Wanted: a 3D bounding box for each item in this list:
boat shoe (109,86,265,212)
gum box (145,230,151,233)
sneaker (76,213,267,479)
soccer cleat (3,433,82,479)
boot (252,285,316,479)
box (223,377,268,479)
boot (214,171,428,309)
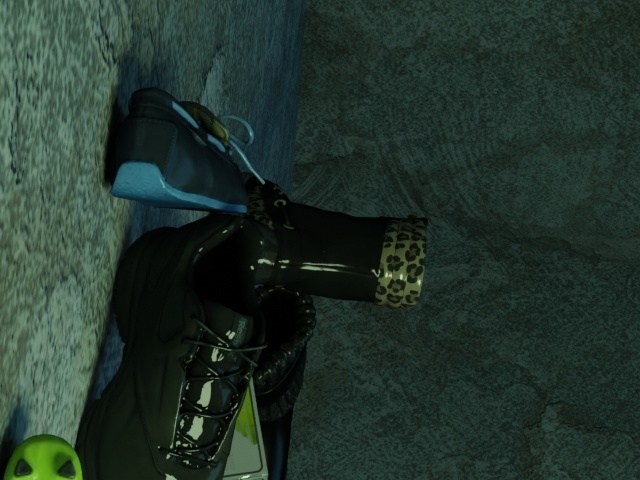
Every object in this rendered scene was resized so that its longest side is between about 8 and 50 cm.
[{"bbox_3d":[-0.098,-0.068,1.000,0.258,0.109,0.089,134,-40,-88],"label":"boat shoe"},{"bbox_3d":[-0.131,0.060,1.196,0.188,0.062,0.107,89,9,-82],"label":"gum box"},{"bbox_3d":[-0.101,0.105,0.946,0.130,0.109,0.286,-25,-124,46],"label":"sneaker"},{"bbox_3d":[-0.166,0.200,0.719,0.072,0.060,0.179,143,-44,-73],"label":"soccer cleat"},{"bbox_3d":[-0.096,0.246,1.845,0.260,0.131,0.348,103,-3,-71],"label":"boot"},{"bbox_3d":[-0.120,0.264,1.547,0.290,0.087,0.169,95,-14,-60],"label":"box"},{"bbox_3d":[0.000,0.000,1.754,0.377,0.284,0.138,-74,172,-81],"label":"boot"}]
